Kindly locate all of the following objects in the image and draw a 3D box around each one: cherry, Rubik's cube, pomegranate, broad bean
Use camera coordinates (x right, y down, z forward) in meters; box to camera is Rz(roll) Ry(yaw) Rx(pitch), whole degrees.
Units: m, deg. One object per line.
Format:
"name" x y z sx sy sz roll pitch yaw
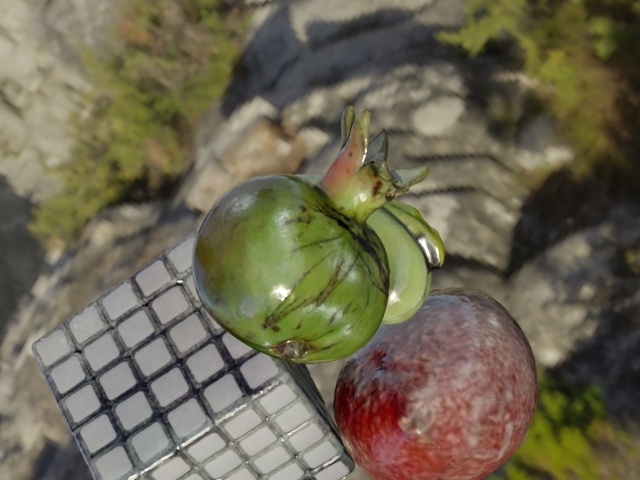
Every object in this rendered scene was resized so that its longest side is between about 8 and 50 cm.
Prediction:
"cherry" 0.122 0.169 1.777 0.230 0.203 0.300 -31 6 15
"Rubik's cube" -0.136 0.176 1.811 0.238 0.237 0.237 -33 51 1
"pomegranate" 0.000 0.000 1.213 0.191 0.152 0.131 -48 56 -1
"broad bean" 0.010 0.014 1.661 0.100 0.228 0.169 52 -147 -81
